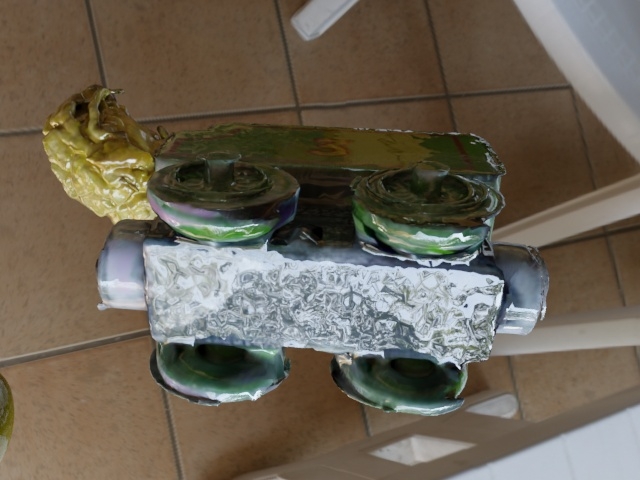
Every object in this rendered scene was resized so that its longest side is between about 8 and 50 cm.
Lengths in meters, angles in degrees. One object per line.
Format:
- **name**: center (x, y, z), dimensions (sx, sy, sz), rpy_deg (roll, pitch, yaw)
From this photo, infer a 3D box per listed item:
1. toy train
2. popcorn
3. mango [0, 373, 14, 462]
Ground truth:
- **toy train**: center (0.000, 0.000, 0.544), dimensions (0.308, 0.249, 0.173), rpy_deg (3, 114, 1)
- **popcorn**: center (-0.341, -0.134, 1.199), dimensions (0.190, 0.250, 0.250), rpy_deg (-38, 98, -2)
- **mango**: center (-0.324, 0.169, 0.617), dimensions (0.103, 0.076, 0.161), rpy_deg (39, 30, -14)
